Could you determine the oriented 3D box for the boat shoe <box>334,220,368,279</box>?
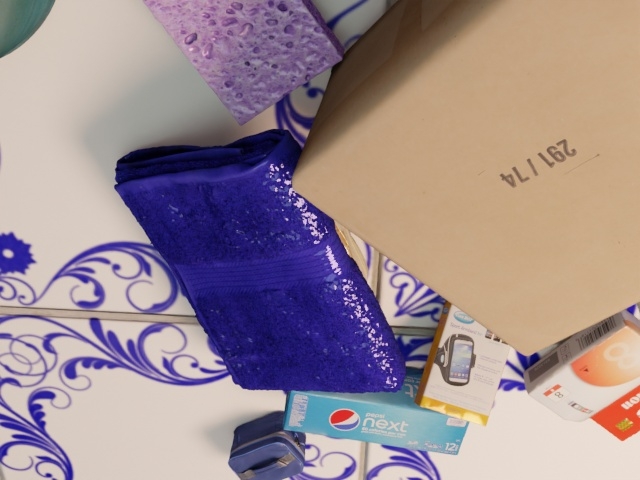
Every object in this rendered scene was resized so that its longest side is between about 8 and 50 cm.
[{"bbox_3d":[0.000,0.000,0.869,0.063,0.059,0.170,-25,120,20],"label":"boat shoe"}]

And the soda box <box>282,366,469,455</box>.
[{"bbox_3d":[0.065,0.190,0.990,0.210,0.071,0.067,10,124,-3],"label":"soda box"}]

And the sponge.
[{"bbox_3d":[-0.083,-0.209,0.718,0.117,0.031,0.210,-28,118,21],"label":"sponge"}]

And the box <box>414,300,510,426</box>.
[{"bbox_3d":[0.163,0.128,0.934,0.081,0.028,0.136,19,84,-9],"label":"box"}]

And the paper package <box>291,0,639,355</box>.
[{"bbox_3d":[0.192,-0.095,0.684,0.309,0.168,0.325,36,133,-19],"label":"paper package"}]

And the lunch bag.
[{"bbox_3d":[-0.063,0.266,1.056,0.098,0.065,0.067,-26,120,21],"label":"lunch bag"}]

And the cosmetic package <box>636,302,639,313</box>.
[{"bbox_3d":[0.489,0.072,0.830,0.365,0.155,0.197,34,123,-20],"label":"cosmetic package"}]

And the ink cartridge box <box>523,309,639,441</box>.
[{"bbox_3d":[0.348,0.171,0.975,0.179,0.045,0.145,36,120,-17],"label":"ink cartridge box"}]

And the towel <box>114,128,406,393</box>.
[{"bbox_3d":[-0.063,0.039,0.844,0.227,0.076,0.308,-2,129,39],"label":"towel"}]

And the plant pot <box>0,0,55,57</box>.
[{"bbox_3d":[-0.363,-0.207,0.631,0.271,0.255,0.272,1,125,2],"label":"plant pot"}]
